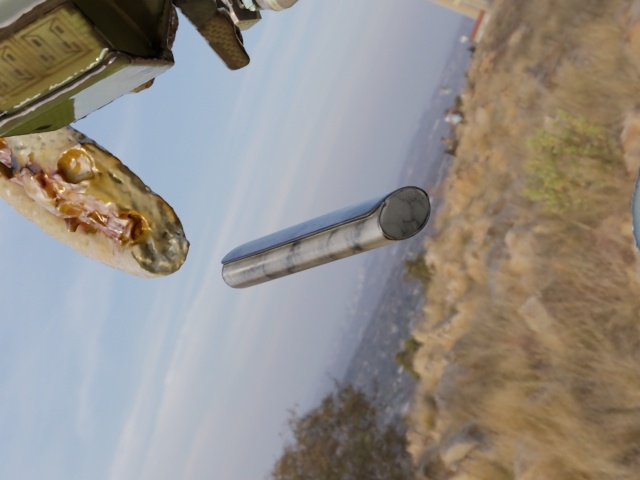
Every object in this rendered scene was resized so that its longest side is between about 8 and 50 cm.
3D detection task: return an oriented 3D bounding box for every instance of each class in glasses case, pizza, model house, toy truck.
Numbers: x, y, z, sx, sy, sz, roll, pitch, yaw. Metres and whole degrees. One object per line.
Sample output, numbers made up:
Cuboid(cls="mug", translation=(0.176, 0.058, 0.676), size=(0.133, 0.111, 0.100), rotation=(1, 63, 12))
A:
Cuboid(cls="glasses case", translation=(0.000, 0.000, 1.130), size=(0.299, 0.060, 0.114), rotation=(-18, 6, 43))
Cuboid(cls="pizza", translation=(-0.260, -0.065, 0.807), size=(0.074, 0.365, 0.182), rotation=(-50, -26, -18))
Cuboid(cls="model house", translation=(-0.179, -0.165, 0.675), size=(0.278, 0.218, 0.205), rotation=(47, -160, -61))
Cuboid(cls="toy truck", translation=(-0.111, -0.471, 1.604), size=(0.257, 0.140, 0.108), rotation=(-27, -1, 36))

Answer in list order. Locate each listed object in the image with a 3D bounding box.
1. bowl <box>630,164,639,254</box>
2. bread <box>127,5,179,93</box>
Cuboid(cls="bowl", translation=(0.512, -0.087, 0.964), size=(0.337, 0.158, 0.337), rotation=(-63, 9, 17))
Cuboid(cls="bread", translation=(-0.298, -0.331, 1.268), size=(0.123, 0.230, 0.230), rotation=(-24, 20, 26))
